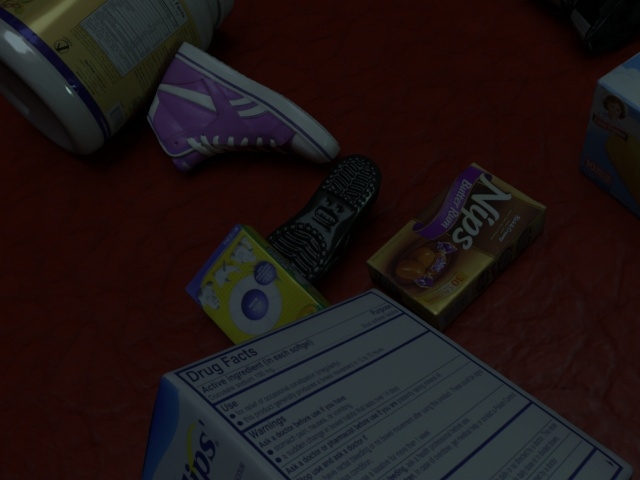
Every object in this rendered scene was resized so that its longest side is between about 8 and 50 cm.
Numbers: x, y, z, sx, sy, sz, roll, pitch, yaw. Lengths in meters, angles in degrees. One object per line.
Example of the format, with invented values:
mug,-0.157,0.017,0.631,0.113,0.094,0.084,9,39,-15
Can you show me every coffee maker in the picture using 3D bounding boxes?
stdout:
coffee maker,0.374,-0.371,0.915,0.120,0.171,0.178,-16,55,-18

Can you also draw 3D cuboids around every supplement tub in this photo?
supplement tub,-0.311,-0.314,0.996,0.241,0.241,0.331,30,68,29

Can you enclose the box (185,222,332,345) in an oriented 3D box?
box,-0.058,0.077,0.756,0.179,0.043,0.105,42,101,18

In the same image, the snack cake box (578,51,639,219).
snack cake box,0.406,-0.066,0.712,0.089,0.152,0.264,-32,55,-9

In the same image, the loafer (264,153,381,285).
loafer,0.000,0.000,0.816,0.080,0.078,0.220,43,90,20

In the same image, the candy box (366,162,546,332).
candy box,0.158,0.006,0.784,0.187,0.053,0.109,-42,57,-14

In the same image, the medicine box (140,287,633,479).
medicine box,0.050,0.197,0.547,0.289,0.149,0.263,34,31,31

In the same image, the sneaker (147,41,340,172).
sneaker,-0.116,-0.141,0.938,0.282,0.102,0.161,32,91,21
